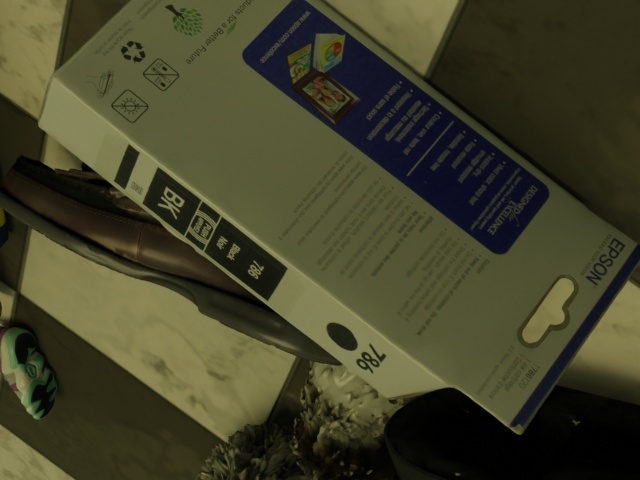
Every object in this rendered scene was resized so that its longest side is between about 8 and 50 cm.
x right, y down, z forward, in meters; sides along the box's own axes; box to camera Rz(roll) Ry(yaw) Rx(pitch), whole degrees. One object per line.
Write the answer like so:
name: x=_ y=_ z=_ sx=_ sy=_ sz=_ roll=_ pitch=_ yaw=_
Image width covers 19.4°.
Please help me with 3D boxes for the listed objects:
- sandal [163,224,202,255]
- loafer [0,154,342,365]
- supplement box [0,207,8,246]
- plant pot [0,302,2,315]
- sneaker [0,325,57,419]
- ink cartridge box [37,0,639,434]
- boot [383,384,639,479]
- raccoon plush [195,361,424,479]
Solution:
sandal: x=0.004 y=-0.010 z=1.184 sx=0.265 sy=0.076 sz=0.102 roll=20 pitch=101 yaw=18
loafer: x=-0.093 y=-0.009 z=1.318 sx=0.302 sy=0.095 sz=0.109 roll=24 pitch=-176 yaw=26
supplement box: x=-0.386 y=-0.095 z=1.391 sx=0.195 sy=0.194 sz=0.356 roll=25 pitch=144 yaw=22
plant pot: x=-0.313 y=0.030 z=1.581 sx=0.083 sy=0.083 sz=0.079 roll=25 pitch=133 yaw=22
sneaker: x=-0.277 y=0.113 z=1.674 sx=0.069 sy=0.038 sz=0.098 roll=14 pitch=130 yaw=36
ink cartridge box: x=0.014 y=-0.031 z=1.098 sx=0.332 sy=0.165 sz=0.065 roll=38 pitch=147 yaw=5
boot: x=0.132 y=0.289 z=1.343 sx=0.367 sy=0.146 sz=0.445 roll=-4 pitch=134 yaw=25
raccoon plush: x=-0.077 y=0.269 z=1.416 sx=0.216 sy=0.299 sz=0.446 roll=23 pitch=143 yaw=25
